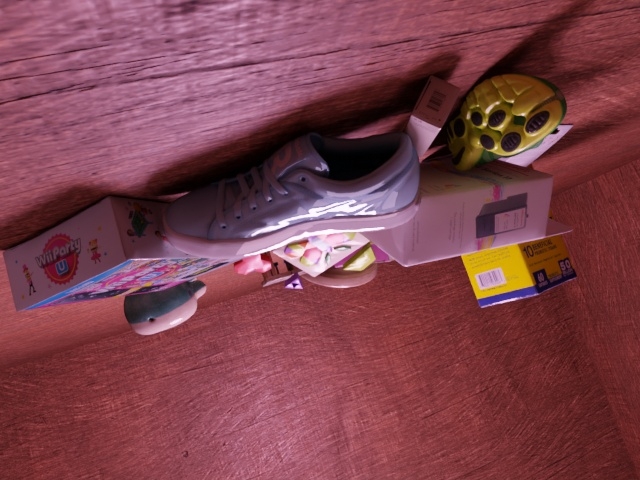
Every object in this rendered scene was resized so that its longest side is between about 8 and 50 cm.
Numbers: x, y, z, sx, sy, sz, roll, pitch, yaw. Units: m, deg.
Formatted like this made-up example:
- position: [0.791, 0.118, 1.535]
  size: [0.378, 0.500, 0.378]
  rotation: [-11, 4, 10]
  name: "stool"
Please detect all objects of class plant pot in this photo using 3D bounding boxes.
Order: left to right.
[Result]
- position: [0.045, 0.023, 1.352]
  size: [0.237, 0.109, 0.237]
  rotation: [3, -153, -1]
  name: "plant pot"

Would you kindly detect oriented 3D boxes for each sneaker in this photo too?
- position: [-0.046, -0.082, 0.665]
  size: [0.366, 0.135, 0.150]
  rotation: [-12, 138, -2]
  name: "sneaker"
- position: [0.274, -0.178, 0.718]
  size: [0.123, 0.109, 0.295]
  rotation: [-20, -178, -2]
  name: "sneaker"

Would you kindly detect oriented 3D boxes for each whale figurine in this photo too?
- position: [-0.409, 0.132, 1.285]
  size: [0.216, 0.141, 0.272]
  rotation: [-19, -163, 6]
  name: "whale figurine"

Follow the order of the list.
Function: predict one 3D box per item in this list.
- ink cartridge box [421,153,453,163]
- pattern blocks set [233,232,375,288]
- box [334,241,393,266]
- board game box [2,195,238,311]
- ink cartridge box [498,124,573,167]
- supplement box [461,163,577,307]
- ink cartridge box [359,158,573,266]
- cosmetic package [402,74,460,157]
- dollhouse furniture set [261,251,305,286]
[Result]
- position: [0.305, -0.129, 1.039]
  size: [0.181, 0.104, 0.061]
  rotation: [-16, -153, -20]
  name: "ink cartridge box"
- position: [0.000, 0.000, 1.015]
  size: [0.285, 0.026, 0.325]
  rotation: [19, 130, -29]
  name: "pattern blocks set"
- position: [0.170, -0.031, 1.211]
  size: [0.243, 0.117, 0.213]
  rotation: [-19, -176, -33]
  name: "box"
- position: [-0.292, 0.022, 0.797]
  size: [0.224, 0.097, 0.303]
  rotation: [-22, 171, 22]
  name: "board game box"
- position: [0.486, -0.223, 1.164]
  size: [0.145, 0.045, 0.179]
  rotation: [-11, 151, -39]
  name: "ink cartridge box"
- position: [0.506, -0.024, 1.349]
  size: [0.194, 0.356, 0.195]
  rotation: [-14, 171, -34]
  name: "supplement box"
- position: [0.257, -0.071, 0.882]
  size: [0.353, 0.119, 0.207]
  rotation: [-10, -157, -19]
  name: "ink cartridge box"
- position: [0.137, -0.157, 0.638]
  size: [0.041, 0.060, 0.115]
  rotation: [27, 172, 3]
  name: "cosmetic package"
- position: [-0.108, 0.041, 1.219]
  size: [0.129, 0.129, 0.184]
  rotation: [-16, 171, -20]
  name: "dollhouse furniture set"
